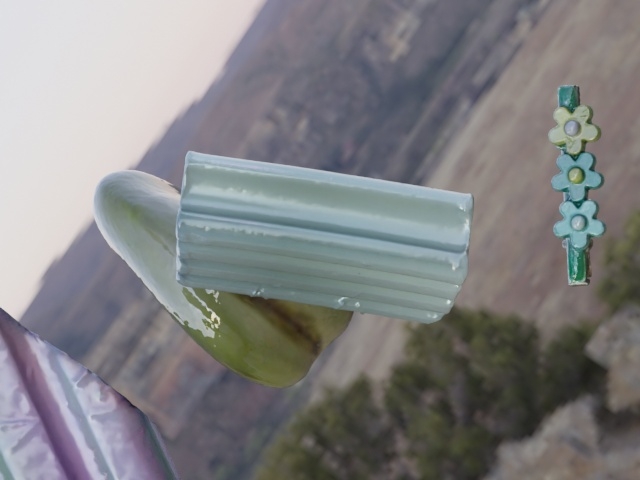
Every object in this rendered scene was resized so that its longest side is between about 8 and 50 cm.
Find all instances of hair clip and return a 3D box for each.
[{"bbox_3d":[0.221,-0.047,1.492,0.049,0.049,0.173,-167,72,-87],"label":"hair clip"}]

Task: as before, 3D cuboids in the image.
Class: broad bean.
[{"bbox_3d":[-0.101,0.027,1.496,0.121,0.263,0.189,-59,-35,-7],"label":"broad bean"}]

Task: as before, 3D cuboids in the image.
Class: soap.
[{"bbox_3d":[-0.180,0.165,1.041,0.193,0.324,0.109,-25,-1,-6],"label":"soap"},{"bbox_3d":[0.000,0.000,1.216,0.119,0.198,0.066,104,175,-70],"label":"soap"}]
